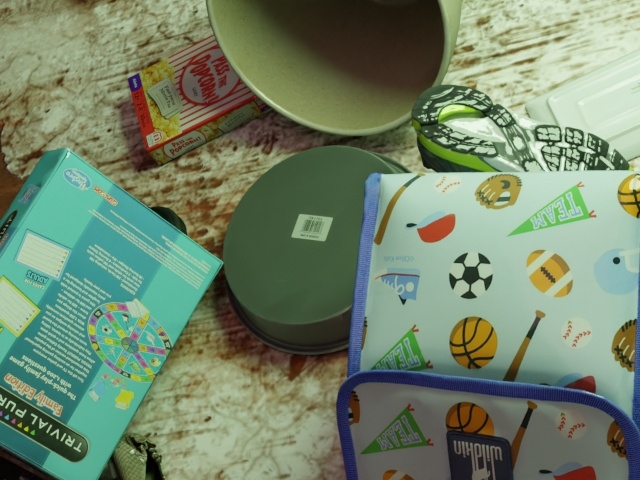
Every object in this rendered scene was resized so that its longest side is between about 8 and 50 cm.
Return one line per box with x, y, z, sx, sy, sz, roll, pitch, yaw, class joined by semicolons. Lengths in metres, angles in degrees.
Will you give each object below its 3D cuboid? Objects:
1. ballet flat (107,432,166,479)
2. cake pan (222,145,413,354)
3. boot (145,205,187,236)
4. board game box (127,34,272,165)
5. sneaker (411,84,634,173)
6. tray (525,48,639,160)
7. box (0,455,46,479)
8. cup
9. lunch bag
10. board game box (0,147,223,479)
-0.188;0.324;1.441;0.058;0.084;0.250;-36;49;5;ballet flat
0.000;0.000;1.547;0.293;0.054;0.293;-12;58;20;cake pan
-0.368;0.020;1.574;0.348;0.260;0.131;-30;55;6;boot
-0.170;-0.212;1.750;0.194;0.045;0.146;-26;56;8;board game box
0.247;-0.082;1.464;0.300;0.121;0.111;29;69;14;sneaker
0.396;-0.180;1.497;0.270;0.030;0.145;-25;57;9;tray
-0.414;0.400;1.496;0.322;0.079;0.257;19;70;31;box
0.049;-0.338;1.592;0.331;0.331;0.237;5;38;26;cup
0.202;0.128;1.261;0.328;0.239;0.385;2;79;29;lunch bag
-0.307;0.098;1.476;0.079;0.254;0.336;1;57;57;board game box
